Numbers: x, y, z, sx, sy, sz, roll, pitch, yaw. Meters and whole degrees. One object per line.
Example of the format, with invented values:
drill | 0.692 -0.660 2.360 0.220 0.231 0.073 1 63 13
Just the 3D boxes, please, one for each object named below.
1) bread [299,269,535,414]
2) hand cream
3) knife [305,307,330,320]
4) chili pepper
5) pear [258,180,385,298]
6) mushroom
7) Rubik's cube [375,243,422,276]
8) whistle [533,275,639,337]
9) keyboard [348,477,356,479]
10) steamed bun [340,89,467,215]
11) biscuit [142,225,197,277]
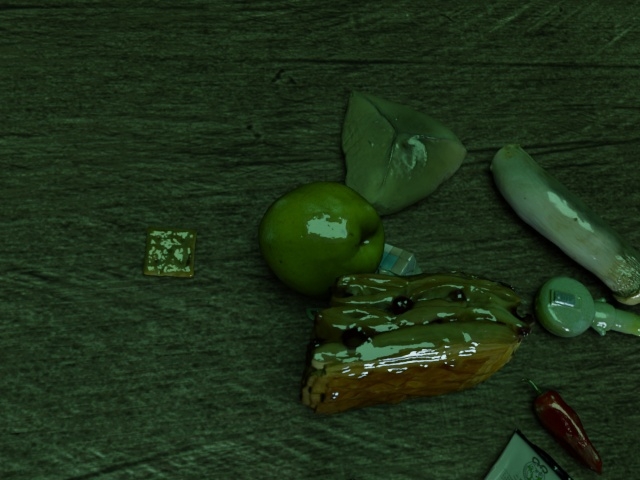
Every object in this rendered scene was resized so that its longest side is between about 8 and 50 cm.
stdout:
bread | 0.121 0.136 1.165 0.324 0.277 0.167 -8 67 -10
hand cream | 0.255 0.430 1.182 0.121 0.076 0.336 48 58 3
knife | 0.078 0.124 1.295 0.207 0.014 0.030 4 71 -8
chili pepper | 0.389 0.293 1.269 0.050 0.059 0.191 -30 76 -28
pear | 0.000 0.001 1.228 0.198 0.198 0.198 4 69 -10
mushroom | 0.432 -0.030 1.379 0.351 0.095 0.122 46 33 7
Rubik's cube | 0.119 0.058 1.293 0.073 0.075 0.084 -53 125 -22
whistle | 0.458 0.122 1.344 0.198 0.057 0.104 14 62 -5
keyboard | 0.113 0.453 1.178 0.231 0.023 0.072 39 61 4
steamed bun | 0.132 -0.143 1.355 0.231 0.110 0.213 21 68 0
biscuit | -0.241 0.017 1.271 0.081 0.018 0.083 5 69 -8
